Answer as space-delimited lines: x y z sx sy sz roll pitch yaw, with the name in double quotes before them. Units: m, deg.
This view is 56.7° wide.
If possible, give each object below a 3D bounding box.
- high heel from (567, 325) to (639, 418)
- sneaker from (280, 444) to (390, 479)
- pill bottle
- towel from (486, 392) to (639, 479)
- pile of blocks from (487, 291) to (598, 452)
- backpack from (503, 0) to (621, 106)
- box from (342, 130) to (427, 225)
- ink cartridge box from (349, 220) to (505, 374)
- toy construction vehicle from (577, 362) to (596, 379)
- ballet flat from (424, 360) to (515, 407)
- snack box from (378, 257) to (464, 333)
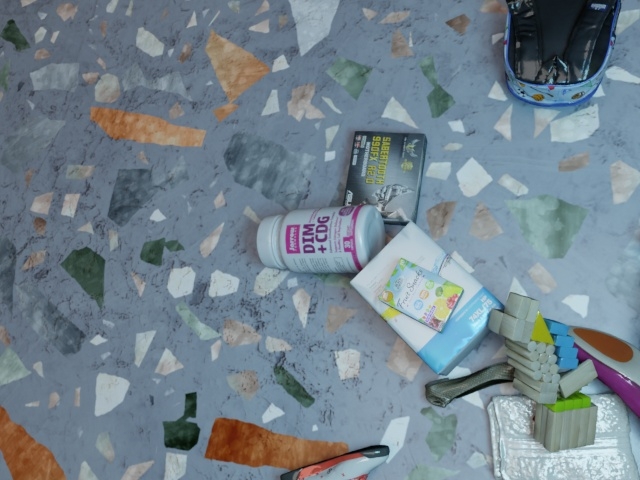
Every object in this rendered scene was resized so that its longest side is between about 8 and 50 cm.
"high heel" 0.617 0.327 1.175 0.377 0.127 0.181 39 130 39
"sneaker" 0.049 0.558 1.324 0.270 0.090 0.145 -23 72 14
"pill bottle" 0.000 0.000 1.434 0.283 0.160 0.160 -3 75 26
"towel" 0.500 0.415 1.241 0.282 0.049 0.187 -7 75 15
"pile of blocks" 0.440 0.245 1.179 0.149 0.113 0.362 -26 105 -12
"backpack" 0.539 -0.439 1.363 0.277 0.213 0.263 9 71 25
"box" 0.161 -0.156 1.488 0.183 0.056 0.231 6 78 19
"ink cartridge box" 0.239 0.133 1.314 0.197 0.198 0.270 -46 69 2
"toy construction vehicle" 0.605 0.258 1.255 0.098 0.035 0.085 26 85 21
"ballet flat" 0.349 0.314 1.293 0.250 0.084 0.058 -19 56 17
"snack box" 0.204 0.111 1.203 0.141 0.037 0.100 27 84 22
